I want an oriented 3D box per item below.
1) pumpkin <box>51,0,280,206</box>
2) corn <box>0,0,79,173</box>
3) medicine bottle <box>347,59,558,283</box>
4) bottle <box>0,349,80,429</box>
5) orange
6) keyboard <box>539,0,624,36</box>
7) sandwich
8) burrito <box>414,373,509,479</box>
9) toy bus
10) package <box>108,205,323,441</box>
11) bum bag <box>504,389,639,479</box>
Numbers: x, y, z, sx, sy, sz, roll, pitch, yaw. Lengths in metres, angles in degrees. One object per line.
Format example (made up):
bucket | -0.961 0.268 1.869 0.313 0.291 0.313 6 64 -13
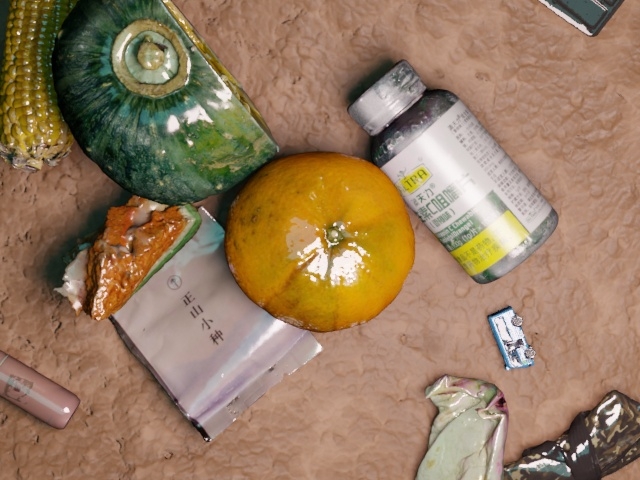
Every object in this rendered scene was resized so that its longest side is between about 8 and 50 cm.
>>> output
pumpkin | -0.209 -0.173 1.472 0.197 0.263 0.293 -36 96 6
corn | -0.355 -0.243 1.535 0.115 0.115 0.317 6 92 -2
medicine bottle | 0.164 -0.093 1.538 0.141 0.141 0.293 -40 93 0
bottle | -0.388 0.196 1.577 0.140 0.053 0.053 31 91 -2
orange | 0.000 0.000 1.485 0.240 0.171 0.240 0 86 -4
keyboard | 0.329 -0.356 1.589 0.381 0.041 0.103 38 92 4
sandwich | -0.252 0.007 1.516 0.109 0.160 0.185 45 97 1
burrito | 0.193 0.297 1.573 0.144 0.089 0.228 11 94 40
toy bus | 0.257 0.132 1.600 0.046 0.038 0.083 -22 91 4
package | -0.150 0.112 1.584 0.204 0.062 0.251 -40 80 0
bum bag | 0.339 0.294 1.594 0.248 0.069 0.102 -38 123 0
